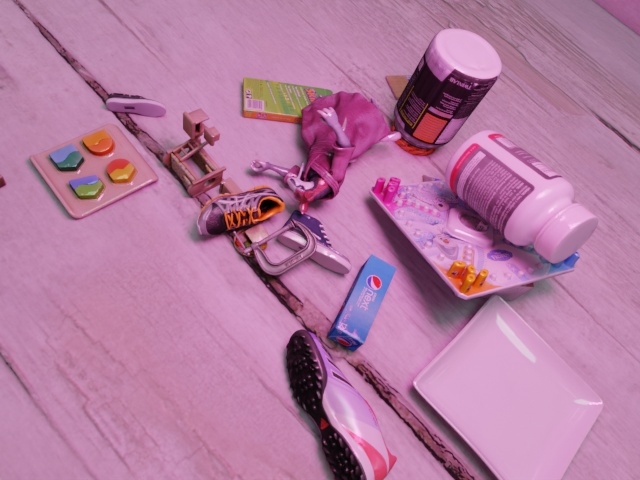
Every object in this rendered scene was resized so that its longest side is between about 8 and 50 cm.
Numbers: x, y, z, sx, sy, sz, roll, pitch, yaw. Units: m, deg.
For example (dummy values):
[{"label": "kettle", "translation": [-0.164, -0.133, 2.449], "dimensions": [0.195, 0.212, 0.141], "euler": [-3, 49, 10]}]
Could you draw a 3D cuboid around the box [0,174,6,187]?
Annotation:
[{"label": "box", "translation": [-0.789, -0.161, 0.954], "dimensions": [0.225, 0.036, 0.136], "euler": [41, 58, 9]}]

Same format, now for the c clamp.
[{"label": "c clamp", "translation": [-0.095, 0.004, 1.030], "dimensions": [0.161, 0.022, 0.137], "euler": [-25, 75, -10]}]

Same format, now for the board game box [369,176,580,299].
[{"label": "board game box", "translation": [0.377, -0.045, 1.142], "dimensions": [0.390, 0.050, 0.390], "euler": [-9, 46, -28]}]

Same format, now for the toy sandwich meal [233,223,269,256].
[{"label": "toy sandwich meal", "translation": [-0.157, -0.002, 1.060], "dimensions": [0.086, 0.029, 0.085], "euler": [8, 60, -13]}]

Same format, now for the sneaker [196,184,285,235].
[{"label": "sneaker", "translation": [-0.177, -0.066, 1.044], "dimensions": [0.215, 0.084, 0.083], "euler": [-29, 40, -28]}]

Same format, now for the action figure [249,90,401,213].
[{"label": "action figure", "translation": [0.015, -0.203, 1.164], "dimensions": [0.276, 0.248, 0.369], "euler": [40, 53, -33]}]

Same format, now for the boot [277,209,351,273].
[{"label": "boot", "translation": [0.000, 0.000, 1.083], "dimensions": [0.190, 0.069, 0.086], "euler": [29, 63, 1]}]

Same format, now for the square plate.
[{"label": "square plate", "translation": [0.420, 0.345, 1.031], "dimensions": [0.344, 0.049, 0.347], "euler": [-35, 76, -31]}]

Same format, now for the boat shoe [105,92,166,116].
[{"label": "boat shoe", "translation": [-0.457, -0.343, 1.151], "dimensions": [0.142, 0.049, 0.040], "euler": [3, 60, -13]}]

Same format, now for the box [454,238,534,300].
[{"label": "box", "translation": [0.422, 0.071, 1.162], "dimensions": [0.171, 0.091, 0.129], "euler": [5, 60, -14]}]

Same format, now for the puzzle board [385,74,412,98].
[{"label": "puzzle board", "translation": [0.280, -0.493, 1.486], "dimensions": [0.128, 0.011, 0.096], "euler": [-9, 63, -22]}]

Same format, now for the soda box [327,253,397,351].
[{"label": "soda box", "translation": [0.095, 0.137, 1.037], "dimensions": [0.071, 0.067, 0.210], "euler": [30, 57, 0]}]

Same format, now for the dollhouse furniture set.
[{"label": "dollhouse furniture set", "translation": [-0.264, -0.171, 1.046], "dimensions": [0.101, 0.161, 0.182], "euler": [-34, 75, -30]}]

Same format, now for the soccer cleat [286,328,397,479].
[{"label": "soccer cleat", "translation": [0.035, 0.318, 0.909], "dimensions": [0.117, 0.108, 0.318], "euler": [-7, 60, -43]}]

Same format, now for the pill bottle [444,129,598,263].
[{"label": "pill bottle", "translation": [0.451, -0.100, 1.054], "dimensions": [0.177, 0.176, 0.318], "euler": [-17, 49, -25]}]

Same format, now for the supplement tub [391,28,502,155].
[{"label": "supplement tub", "translation": [0.323, -0.387, 1.258], "dimensions": [0.194, 0.316, 0.193], "euler": [8, 60, -14]}]

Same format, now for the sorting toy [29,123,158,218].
[{"label": "sorting toy", "translation": [-0.506, -0.167, 1.041], "dimensions": [0.208, 0.038, 0.193], "euler": [-34, 75, -30]}]

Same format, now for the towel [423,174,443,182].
[{"label": "towel", "translation": [0.327, -0.153, 1.308], "dimensions": [0.084, 0.009, 0.060], "euler": [16, 57, -8]}]

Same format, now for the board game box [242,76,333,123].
[{"label": "board game box", "translation": [-0.087, -0.387, 1.298], "dimensions": [0.260, 0.039, 0.124], "euler": [2, 62, -13]}]
